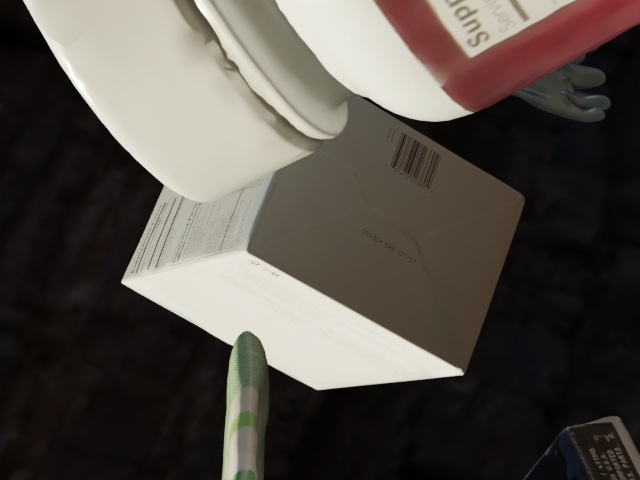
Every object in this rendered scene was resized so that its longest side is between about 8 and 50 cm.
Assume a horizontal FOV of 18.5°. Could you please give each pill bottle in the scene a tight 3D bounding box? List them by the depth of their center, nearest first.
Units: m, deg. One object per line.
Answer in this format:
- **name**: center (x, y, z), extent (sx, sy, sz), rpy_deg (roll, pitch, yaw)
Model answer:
- **pill bottle**: center (0.078, -0.184, 0.758), extent (0.392, 0.224, 0.224), rpy_deg (-27, 13, 14)

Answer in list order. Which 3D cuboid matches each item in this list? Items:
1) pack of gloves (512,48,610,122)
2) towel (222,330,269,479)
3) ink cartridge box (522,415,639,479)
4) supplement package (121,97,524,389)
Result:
- **pack of gloves**: center (0.134, -0.190, 1.453), extent (0.046, 0.232, 0.195), rpy_deg (-37, 56, 34)
- **towel**: center (-0.038, 0.247, 1.076), extent (0.325, 0.038, 0.248), rpy_deg (-93, 6, -54)
- **ink cartridge box**: center (0.134, 0.232, 0.993), extent (0.206, 0.045, 0.208), rpy_deg (65, 144, 33)
- **supplement package**: center (0.000, 0.000, 1.444), extent (0.203, 0.194, 0.149), rpy_deg (-13, 51, 59)
